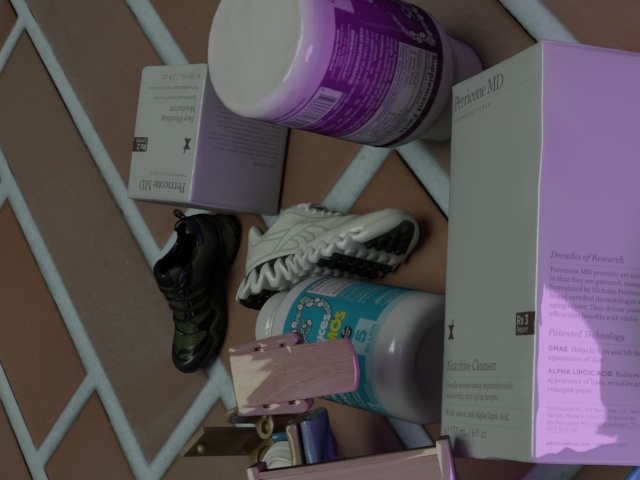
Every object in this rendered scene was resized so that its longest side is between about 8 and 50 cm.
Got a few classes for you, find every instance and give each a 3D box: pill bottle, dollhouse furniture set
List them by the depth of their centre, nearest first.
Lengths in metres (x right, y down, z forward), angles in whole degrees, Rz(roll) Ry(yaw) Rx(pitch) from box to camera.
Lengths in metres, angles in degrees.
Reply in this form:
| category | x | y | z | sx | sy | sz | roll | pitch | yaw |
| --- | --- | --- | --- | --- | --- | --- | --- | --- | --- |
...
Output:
| category | x | y | z | sx | sy | sz | roll | pitch | yaw |
| --- | --- | --- | --- | --- | --- | --- | --- | --- | --- |
| dollhouse furniture set | 0.049 | 0.229 | 1.353 | 0.198 | 0.303 | 0.286 | -10 | 87 | 8 |
| pill bottle | 0.039 | -0.194 | 1.400 | 0.169 | 0.301 | 0.169 | -9 | 78 | 45 |
| pill bottle | 0.043 | 0.119 | 1.460 | 0.264 | 0.146 | 0.146 | 7 | 89 | 48 |
| dollhouse furniture set | -0.065 | 0.283 | 1.564 | 0.144 | 0.123 | 0.151 | -49 | 52 | 30 |

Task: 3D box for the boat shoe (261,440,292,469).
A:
| category | x | y | z | sx | sy | sz | roll | pitch | yaw |
| --- | --- | --- | --- | --- | --- | --- | --- | --- | --- |
| boat shoe | -0.057 | 0.379 | 1.521 | 0.098 | 0.096 | 0.277 | 14 | 108 | 21 |

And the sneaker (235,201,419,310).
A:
| category | x | y | z | sx | sy | sz | roll | pitch | yaw |
| --- | --- | --- | --- | --- | --- | --- | --- | --- | --- |
| sneaker | 0.000 | 0.000 | 1.563 | 0.292 | 0.110 | 0.118 | -21 | 60 | 43 |

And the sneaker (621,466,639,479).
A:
| category | x | y | z | sx | sy | sz | roll | pitch | yaw |
| --- | --- | --- | --- | --- | --- | --- | --- | --- | --- |
| sneaker | 0.357 | 0.205 | 1.182 | 0.078 | 0.067 | 0.188 | 45 | 116 | 17 |

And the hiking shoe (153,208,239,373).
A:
| category | x | y | z | sx | sy | sz | roll | pitch | yaw |
| --- | --- | --- | --- | --- | --- | --- | --- | --- | --- |
| hiking shoe | -0.189 | 0.069 | 1.738 | 0.086 | 0.114 | 0.227 | 10 | 91 | 48 |

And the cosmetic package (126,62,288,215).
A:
| category | x | y | z | sx | sy | sz | roll | pitch | yaw |
| --- | --- | --- | --- | --- | --- | --- | --- | --- | --- |
| cosmetic package | -0.149 | -0.133 | 1.700 | 0.151 | 0.151 | 0.183 | 5 | 88 | 48 |

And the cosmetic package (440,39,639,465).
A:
| category | x | y | z | sx | sy | sz | roll | pitch | yaw |
| --- | --- | --- | --- | --- | --- | --- | --- | --- | --- |
| cosmetic package | 0.228 | 0.020 | 1.225 | 0.217 | 0.156 | 0.385 | 157 | 115 | -70 |
